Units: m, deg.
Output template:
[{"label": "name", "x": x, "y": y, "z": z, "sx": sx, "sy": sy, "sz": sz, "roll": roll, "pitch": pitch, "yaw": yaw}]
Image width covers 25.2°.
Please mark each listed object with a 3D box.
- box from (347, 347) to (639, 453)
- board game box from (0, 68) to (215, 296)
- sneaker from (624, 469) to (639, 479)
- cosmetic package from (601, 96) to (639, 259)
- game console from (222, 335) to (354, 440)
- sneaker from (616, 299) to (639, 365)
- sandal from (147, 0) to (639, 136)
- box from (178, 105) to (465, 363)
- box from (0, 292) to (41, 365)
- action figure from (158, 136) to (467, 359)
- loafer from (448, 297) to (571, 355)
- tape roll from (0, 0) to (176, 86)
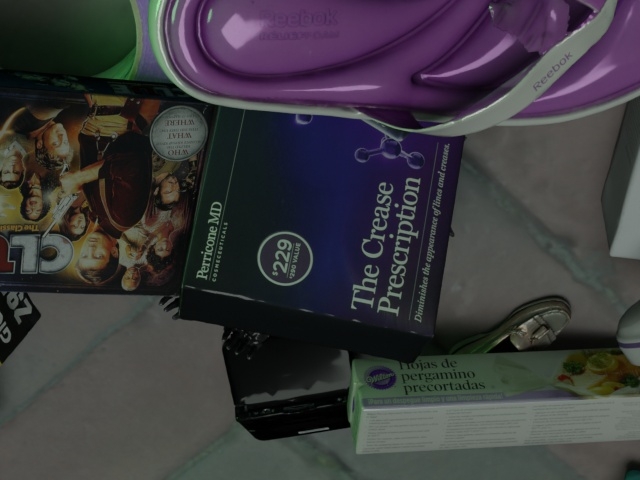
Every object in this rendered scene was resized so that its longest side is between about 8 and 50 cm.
[{"label": "box", "x": 0.188, "y": 0.140, "z": 1.270, "sx": 0.324, "sy": 0.063, "sz": 0.067, "roll": -2, "pitch": 132, "yaw": -7}, {"label": "board game box", "x": -0.211, "y": -0.042, "z": 1.057, "sx": 0.243, "sy": 0.042, "sz": 0.165, "roll": 2, "pitch": 116, "yaw": -22}, {"label": "sneaker", "x": 0.251, "y": 0.326, "z": 1.429, "sx": 0.110, "sy": 0.107, "sz": 0.275, "roll": 46, "pitch": 113, "yaw": -2}, {"label": "cosmetic package", "x": 0.304, "y": -0.094, "z": 1.128, "sx": 0.117, "sy": 0.085, "sz": 0.231, "roll": 8, "pitch": 127, "yaw": -2}, {"label": "game console", "x": -0.019, "y": 0.135, "z": 1.352, "sx": 0.122, "sy": 0.071, "sz": 0.107, "roll": -10, "pitch": 153, "yaw": 12}, {"label": "sneaker", "x": 0.313, "y": -0.021, "z": 1.086, "sx": 0.282, "sy": 0.102, "sz": 0.161, "roll": -36, "pitch": 92, "yaw": 36}, {"label": "sandal", "x": 0.095, "y": -0.141, "z": 0.964, "sx": 0.416, "sy": 0.102, "sz": 0.169, "roll": -8, "pitch": 114, "yaw": -6}, {"label": "box", "x": 0.008, "y": -0.059, "z": 1.065, "sx": 0.184, "sy": 0.261, "sz": 0.103, "roll": 10, "pitch": 163, "yaw": -1}, {"label": "box", "x": -0.420, "y": -0.017, "z": 1.177, "sx": 0.322, "sy": 0.079, "sz": 0.257, "roll": 1, "pitch": 126, "yaw": 29}, {"label": "action figure", "x": 0.000, "y": 0.000, "z": 1.182, "sx": 0.164, "sy": 0.141, "sz": 0.276, "roll": 40, "pitch": 121, "yaw": -18}, {"label": "loafer", "x": 0.173, "y": 0.096, "z": 1.293, "sx": 0.125, "sy": 0.039, "sz": 0.045, "roll": -29, "pitch": 117, "yaw": 22}, {"label": "tape roll", "x": -0.224, "y": -0.183, "z": 1.102, "sx": 0.275, "sy": 0.090, "sz": 0.274, "roll": 3, "pitch": 125, "yaw": 4}]
